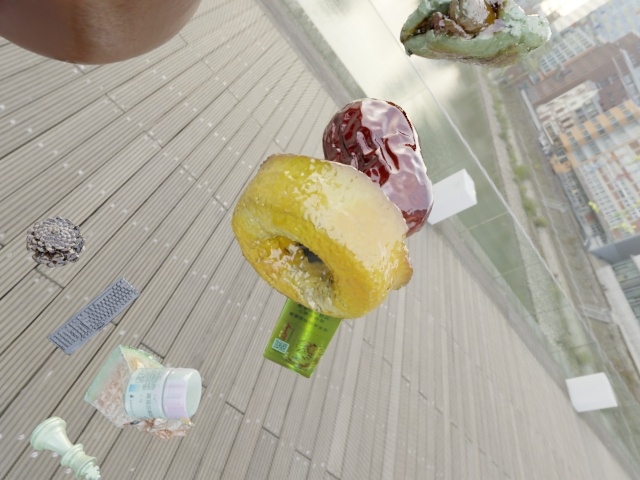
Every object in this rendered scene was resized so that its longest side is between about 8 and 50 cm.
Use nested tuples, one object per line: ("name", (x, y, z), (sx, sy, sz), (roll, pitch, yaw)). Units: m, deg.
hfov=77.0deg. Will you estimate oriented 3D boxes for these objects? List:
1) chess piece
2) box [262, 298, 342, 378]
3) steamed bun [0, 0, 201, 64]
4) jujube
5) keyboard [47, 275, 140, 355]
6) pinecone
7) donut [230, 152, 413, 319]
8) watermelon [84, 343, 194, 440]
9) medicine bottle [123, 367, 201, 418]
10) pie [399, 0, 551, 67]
("chess piece", (-0.454, 0.387, 0.729), (0.149, 0.059, 0.059), (29, 28, 18))
("box", (-0.056, 0.283, 1.223), (0.173, 0.311, 0.043), (24, 33, 2))
("steamed bun", (-0.212, -0.380, 0.381), (0.248, 0.235, 0.379), (-6, 84, -25))
("jujube", (0.087, -0.108, 0.612), (0.155, 0.155, 0.230), (28, 38, -41))
("keyboard", (-0.643, 0.216, 1.157), (0.250, 0.017, 0.087), (-44, 114, -18))
("pinecone", (-0.706, 0.011, 1.077), (0.140, 0.121, 0.140), (20, 52, -28))
("donut", (-0.002, -0.001, 0.528), (0.253, 0.253, 0.118), (49, 54, -19))
("watermelon", (-0.568, 0.495, 1.253), (0.302, 0.151, 0.264), (43, -10, 38))
("medicine bottle", (-0.425, 0.413, 1.095), (0.135, 0.168, 0.135), (-1, 90, -88))
("pie", (0.296, -0.405, 0.800), (0.274, 0.257, 0.105), (2, 99, -20))
